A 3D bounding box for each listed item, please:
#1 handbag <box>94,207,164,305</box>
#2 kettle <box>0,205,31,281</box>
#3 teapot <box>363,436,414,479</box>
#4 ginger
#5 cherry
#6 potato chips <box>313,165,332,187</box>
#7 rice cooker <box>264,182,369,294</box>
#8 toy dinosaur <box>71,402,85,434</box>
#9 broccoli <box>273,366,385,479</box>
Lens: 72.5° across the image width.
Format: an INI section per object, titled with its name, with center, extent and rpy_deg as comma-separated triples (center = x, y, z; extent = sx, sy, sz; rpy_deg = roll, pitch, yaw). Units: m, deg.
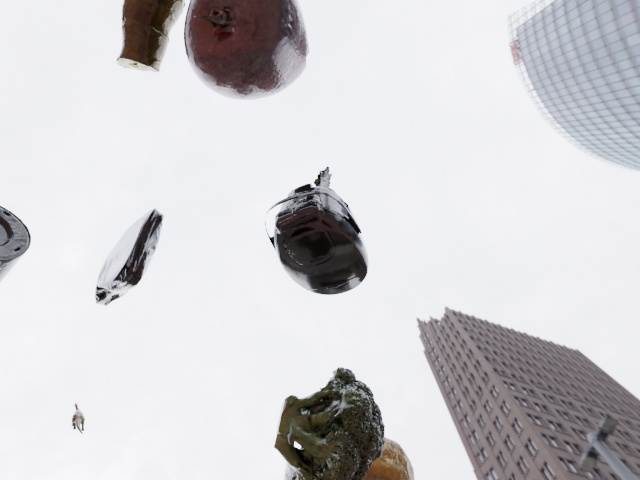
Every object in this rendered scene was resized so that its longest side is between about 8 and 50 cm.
[handbag]
center = -0.473, 0.049, 1.070
extent = 0.074, 0.332, 0.192
rpy_deg = 25, -121, -29
[kettle]
center = -0.859, 0.091, 1.056
extent = 0.262, 0.203, 0.308
rpy_deg = 44, -72, -2
[teapot]
center = 0.102, 0.525, 0.986
extent = 0.203, 0.167, 0.312
rpy_deg = 2, -70, 0
[ginger]
center = -0.376, -0.505, 0.968
extent = 0.109, 0.116, 0.263
rpy_deg = 24, -83, 16
[cherry]
center = -0.141, -0.418, 0.891
extent = 0.221, 0.307, 0.262
rpy_deg = 30, -70, 31
[potato chips]
center = 0.003, -0.030, 0.879
extent = 0.029, 0.202, 0.220
rpy_deg = 6, -46, 8
[rice cooker]
center = 0.000, 0.000, 0.709
extent = 0.142, 0.118, 0.203
rpy_deg = -18, -52, 14
[toy dinosaur]
center = -0.514, 0.387, 0.927
extent = 0.026, 0.113, 0.041
rpy_deg = -4, -69, -32
[broccoli]
center = 0.012, 0.249, 0.557
extent = 0.137, 0.146, 0.162
rpy_deg = 14, -87, -3
